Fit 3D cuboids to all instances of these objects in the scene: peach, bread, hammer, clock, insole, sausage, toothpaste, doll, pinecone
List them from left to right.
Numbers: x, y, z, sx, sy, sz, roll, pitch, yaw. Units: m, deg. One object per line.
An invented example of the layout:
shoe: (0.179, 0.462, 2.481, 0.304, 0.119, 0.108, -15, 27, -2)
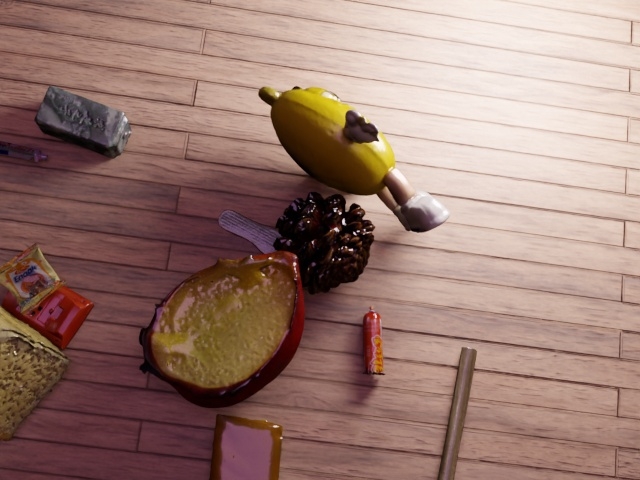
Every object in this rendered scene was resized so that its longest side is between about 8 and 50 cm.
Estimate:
bread: (-0.700, 0.220, 1.658, 0.248, 0.279, 0.315, -49, 47, -5)
toothpaste: (-0.666, -0.194, 1.798, 0.169, 0.028, 0.045, 12, 70, 1)
clock: (-0.560, 0.135, 1.718, 0.155, 0.061, 0.113, 29, 75, 4)
peach: (-0.165, 0.168, 1.667, 0.257, 0.201, 0.362, 43, 88, 14)
bread: (-0.155, 0.531, 1.656, 0.138, 0.077, 0.362, 5, 77, -3)
insole: (-0.135, -0.011, 1.817, 0.188, 0.004, 0.064, 28, 75, 1)
pinecone: (0.000, 0.000, 1.729, 0.221, 0.221, 0.222, 1, 77, -5)
doll: (0.084, -0.159, 1.709, 0.161, 0.348, 0.423, -52, 123, -12)
sausage: (0.112, 0.210, 1.771, 0.050, 0.048, 0.146, 2, 75, -10)
hammer: (0.274, 0.401, 1.748, 0.111, 0.043, 0.366, 14, 74, -1)

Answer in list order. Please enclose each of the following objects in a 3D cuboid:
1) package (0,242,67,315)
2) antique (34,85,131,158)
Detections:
package: (-0.584, 0.077, 1.691, 0.108, 0.031, 0.121, -37, 72, -23)
antique: (-0.500, -0.249, 1.795, 0.182, 0.086, 0.088, 20, 77, -1)
